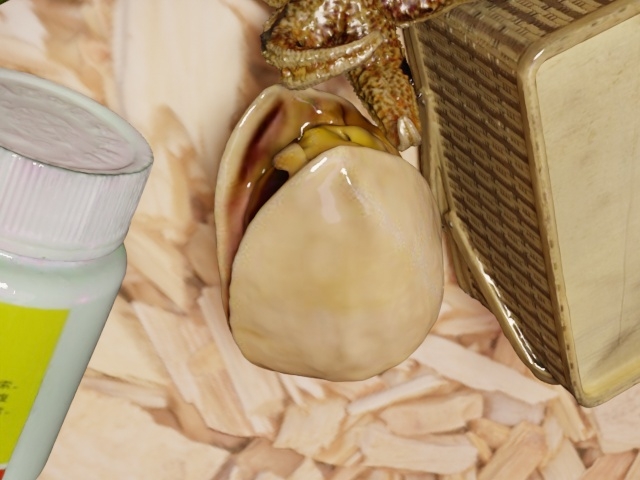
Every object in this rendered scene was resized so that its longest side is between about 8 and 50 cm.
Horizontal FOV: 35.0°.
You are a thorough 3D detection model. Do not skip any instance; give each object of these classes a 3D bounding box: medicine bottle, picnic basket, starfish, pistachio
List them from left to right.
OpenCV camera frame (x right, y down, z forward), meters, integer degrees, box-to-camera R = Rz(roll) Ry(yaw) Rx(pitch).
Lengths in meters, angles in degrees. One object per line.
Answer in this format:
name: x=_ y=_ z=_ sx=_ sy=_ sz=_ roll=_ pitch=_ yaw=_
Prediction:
medicine bottle: x=-0.189 y=0.029 z=0.570 sx=0.139 sy=0.139 sz=0.226 roll=11 pitch=116 yaw=-36
pistachio: x=0.000 y=0.000 z=0.644 sx=0.157 sy=0.157 sz=0.230 roll=-27 pitch=145 yaw=-11
starfish: x=0.032 y=-0.138 z=0.570 sx=0.146 sy=0.190 sz=0.074 roll=-19 pitch=167 yaw=-12
picnic basket: x=0.201 y=-0.070 z=0.711 sx=0.228 sy=0.175 sz=0.313 roll=-27 pitch=128 yaw=-10

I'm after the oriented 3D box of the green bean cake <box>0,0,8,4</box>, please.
green bean cake: x=-0.166 y=-0.179 z=0.359 sx=0.249 sy=0.247 sz=0.156 roll=-24 pitch=132 yaw=-13
